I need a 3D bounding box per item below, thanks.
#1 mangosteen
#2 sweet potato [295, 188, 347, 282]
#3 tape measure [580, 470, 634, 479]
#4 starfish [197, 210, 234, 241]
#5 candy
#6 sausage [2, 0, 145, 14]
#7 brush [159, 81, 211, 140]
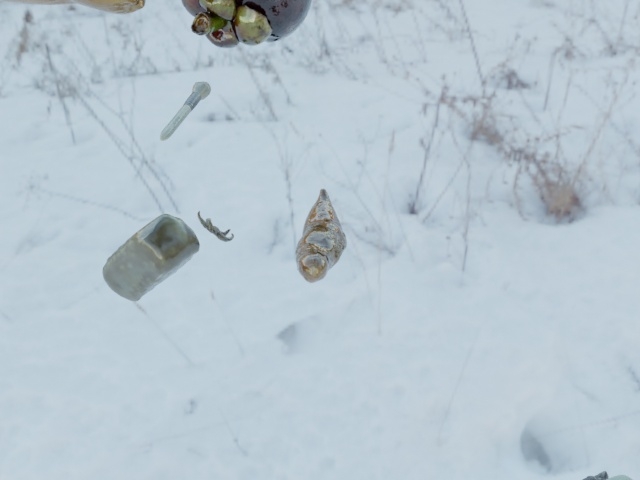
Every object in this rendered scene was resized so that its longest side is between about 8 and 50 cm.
[{"bbox_3d":[-0.119,-0.378,1.477,0.194,0.194,0.230,21,64,22],"label":"mangosteen"},{"bbox_3d":[0.003,0.011,1.935,0.095,0.106,0.354,-8,25,9],"label":"sweet potato"},{"bbox_3d":[0.386,0.404,1.236,0.207,0.115,0.235,-4,24,-35],"label":"tape measure"},{"bbox_3d":[-0.217,-0.027,1.951,0.091,0.028,0.078,38,2,-14],"label":"starfish"},{"bbox_3d":[-0.321,0.032,1.798,0.104,0.234,0.102,-37,90,-38],"label":"candy"},{"bbox_3d":[-0.395,-0.377,1.313,0.354,0.134,0.116,13,86,11],"label":"sausage"},{"bbox_3d":[-0.304,-0.285,2.122,0.042,0.039,0.299,6,33,12],"label":"brush"}]
